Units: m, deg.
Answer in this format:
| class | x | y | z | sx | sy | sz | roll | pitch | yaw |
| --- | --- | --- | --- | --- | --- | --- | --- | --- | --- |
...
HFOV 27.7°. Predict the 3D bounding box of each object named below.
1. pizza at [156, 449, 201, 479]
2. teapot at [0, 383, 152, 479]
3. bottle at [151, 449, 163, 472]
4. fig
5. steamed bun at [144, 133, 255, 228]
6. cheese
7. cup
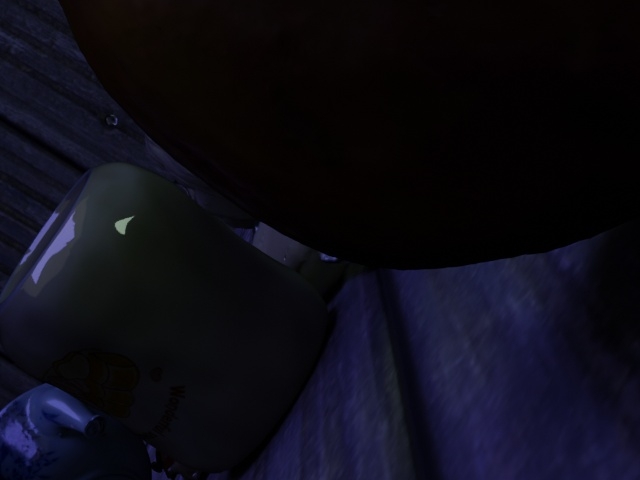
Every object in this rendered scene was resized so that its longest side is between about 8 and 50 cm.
| class | x | y | z | sx | sy | sz | roll | pitch | yaw |
| --- | --- | --- | --- | --- | --- | --- | --- | --- | --- |
| pizza | -0.111 | 0.131 | 1.159 | 0.201 | 0.053 | 0.193 | -40 | 24 | 14 |
| teapot | -0.211 | 0.218 | 1.128 | 0.159 | 0.159 | 0.232 | -66 | -19 | -55 |
| bottle | -0.136 | 0.196 | 1.235 | 0.101 | 0.047 | 0.063 | -135 | 66 | -79 |
| fig | 0.052 | -0.094 | 0.413 | 0.263 | 0.224 | 0.224 | -26 | 2 | -9 |
| steamed bun | -0.082 | -0.130 | 1.704 | 0.275 | 0.206 | 0.320 | -34 | -5 | 32 |
| cheese | 0.000 | 0.000 | 1.036 | 0.251 | 0.054 | 0.127 | -178 | 97 | -71 |
| cup | -0.130 | 0.051 | 1.001 | 0.173 | 0.202 | 0.255 | -56 | 14 | -3 |
